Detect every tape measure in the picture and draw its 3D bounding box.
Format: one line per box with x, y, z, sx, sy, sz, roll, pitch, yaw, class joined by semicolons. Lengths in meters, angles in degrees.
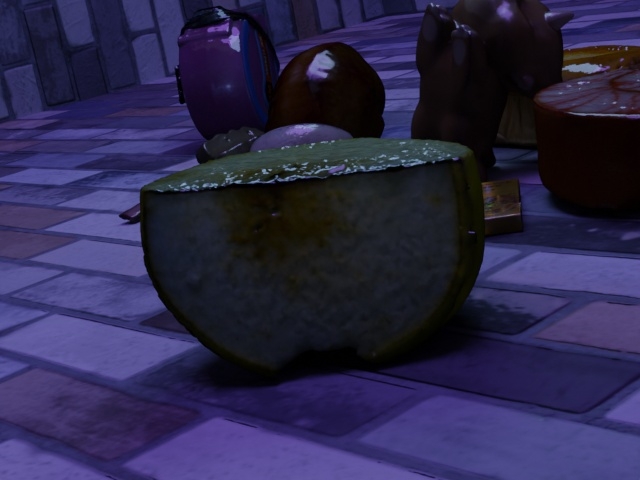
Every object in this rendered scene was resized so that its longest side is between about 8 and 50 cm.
-0.157;-0.285;2.108;0.149;0.231;0.245;-6;-2;15;tape measure

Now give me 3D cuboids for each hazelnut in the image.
0.000;-0.184;1.717;0.178;0.178;0.204;-5;51;23;hazelnut

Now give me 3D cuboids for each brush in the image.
-0.167;-0.095;1.720;0.084;0.071;0.301;7;29;42;brush

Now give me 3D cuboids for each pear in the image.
0.000;0.000;1.047;0.293;0.159;0.292;-7;14;2;pear

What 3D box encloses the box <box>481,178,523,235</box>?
0.174;-0.035;1.308;0.089;0.022;0.156;-8;15;12;box

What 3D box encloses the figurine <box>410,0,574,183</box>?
0.215;-0.192;1.488;0.173;0.247;0.177;-7;12;-26;figurine

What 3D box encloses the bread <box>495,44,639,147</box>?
0.319;-0.194;1.624;0.153;0.119;0.288;-17;15;-35;bread

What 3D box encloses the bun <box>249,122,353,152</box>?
-0.019;-0.079;1.493;0.138;0.094;0.138;-1;-21;-1;bun

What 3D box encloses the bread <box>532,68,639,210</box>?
0.390;-0.119;1.286;0.328;0.114;0.295;-4;16;22;bread
